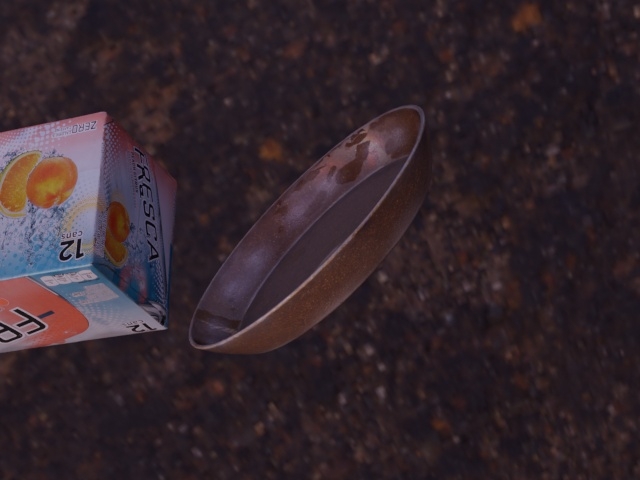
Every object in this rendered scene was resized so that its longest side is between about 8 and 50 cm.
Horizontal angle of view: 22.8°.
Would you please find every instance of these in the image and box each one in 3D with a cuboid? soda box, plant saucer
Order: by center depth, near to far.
[{"bbox_3d":[-0.145,0.007,0.581,0.183,0.058,0.063,-9,62,21],"label":"soda box"},{"bbox_3d":[0.000,0.000,0.814,0.168,0.029,0.168,-42,14,13],"label":"plant saucer"}]
